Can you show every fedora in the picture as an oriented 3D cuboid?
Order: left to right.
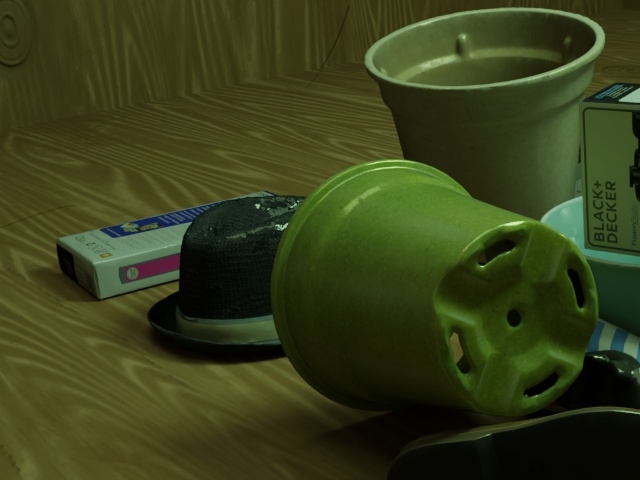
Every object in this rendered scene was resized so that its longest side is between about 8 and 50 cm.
[{"bbox_3d":[-0.073,0.028,1.598,0.334,0.153,0.334,-5,18,1],"label":"fedora"}]

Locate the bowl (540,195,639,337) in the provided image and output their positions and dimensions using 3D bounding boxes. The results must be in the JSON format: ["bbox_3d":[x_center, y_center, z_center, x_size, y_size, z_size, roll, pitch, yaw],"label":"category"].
[{"bbox_3d":[0.407,0.053,1.366,0.311,0.163,0.311,-4,18,1],"label":"bowl"}]

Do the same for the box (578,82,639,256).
[{"bbox_3d":[0.407,-0.060,1.188,0.290,0.169,0.087,11,26,37],"label":"box"}]

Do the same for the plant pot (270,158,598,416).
[{"bbox_3d":[0.126,0.059,1.181,0.276,0.276,0.254,-13,10,-24],"label":"plant pot"}]

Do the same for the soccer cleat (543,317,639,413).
[{"bbox_3d":[0.289,0.140,1.258,0.143,0.116,0.331,12,10,-20],"label":"soccer cleat"}]

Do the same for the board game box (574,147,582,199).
[{"bbox_3d":[0.434,-0.115,1.839,0.305,0.193,0.053,5,21,29],"label":"board game box"}]

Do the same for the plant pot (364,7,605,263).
[{"bbox_3d":[0.248,-0.141,1.742,0.333,0.306,0.334,-7,27,4],"label":"plant pot"}]

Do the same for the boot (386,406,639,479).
[{"bbox_3d":[0.217,0.195,1.086,0.305,0.112,0.115,-4,7,11],"label":"boot"}]

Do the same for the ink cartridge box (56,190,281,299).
[{"bbox_3d":[-0.208,-0.001,1.874,0.370,0.069,0.175,-17,20,-26],"label":"ink cartridge box"}]
